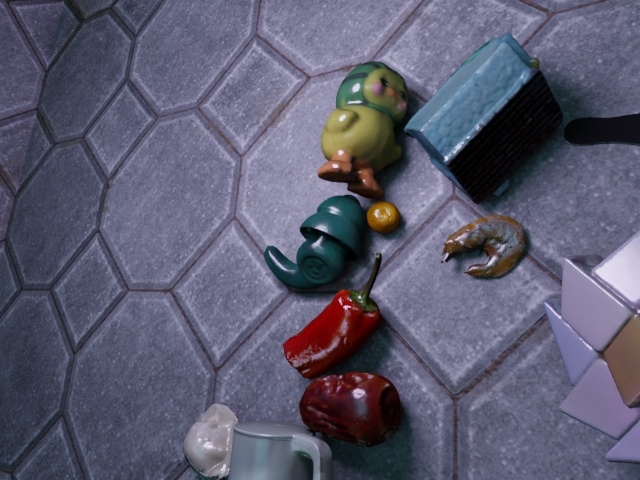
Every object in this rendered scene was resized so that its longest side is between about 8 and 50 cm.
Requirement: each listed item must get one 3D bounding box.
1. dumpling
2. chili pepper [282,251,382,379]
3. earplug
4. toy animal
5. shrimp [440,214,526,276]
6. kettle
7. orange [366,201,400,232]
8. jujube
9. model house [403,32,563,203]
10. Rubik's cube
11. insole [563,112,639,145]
[{"bbox_3d":[-0.281,0.513,1.099,0.247,0.142,0.173,2,59,51],"label":"dumpling"},{"bbox_3d":[0.070,0.184,0.990,0.338,0.134,0.131,-45,74,15],"label":"chili pepper"},{"bbox_3d":[0.003,0.003,1.094,0.280,0.164,0.257,-56,22,-9],"label":"earplug"},{"bbox_3d":[0.102,-0.283,1.074,0.191,0.216,0.338,2,73,56],"label":"toy animal"},{"bbox_3d":[0.356,0.018,0.932,0.187,0.051,0.133,-23,67,18],"label":"shrimp"},{"bbox_3d":[-0.105,0.577,0.919,0.205,0.265,0.318,8,73,-12],"label":"kettle"},{"bbox_3d":[0.156,-0.057,1.049,0.083,0.070,0.083,-1,71,3],"label":"orange"},{"bbox_3d":[0.062,0.369,0.939,0.230,0.155,0.155,-5,74,32],"label":"jujube"},{"bbox_3d":[0.373,-0.255,0.938,0.248,0.230,0.280,42,104,-11],"label":"model house"},{"bbox_3d":[0.565,0.152,0.630,0.387,0.358,0.368,-115,31,-51],"label":"Rubik's cube"},{"bbox_3d":[0.647,-0.228,0.871,0.253,0.005,0.086,8,79,29],"label":"insole"}]
